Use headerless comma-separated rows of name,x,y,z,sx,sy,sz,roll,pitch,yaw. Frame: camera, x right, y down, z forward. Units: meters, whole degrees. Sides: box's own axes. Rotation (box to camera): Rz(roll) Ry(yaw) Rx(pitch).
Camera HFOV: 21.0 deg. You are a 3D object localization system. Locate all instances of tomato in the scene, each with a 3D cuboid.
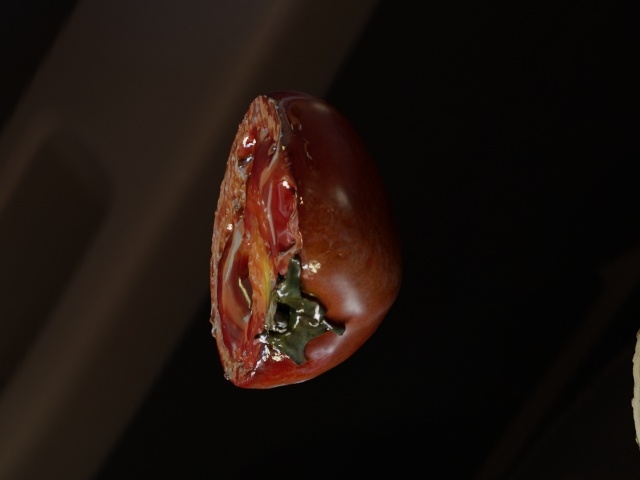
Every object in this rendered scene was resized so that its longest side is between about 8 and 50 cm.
tomato,0.000,0.000,0.912,0.139,0.091,0.159,-111,28,-50

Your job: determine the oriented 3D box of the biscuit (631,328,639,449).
biscuit,0.159,0.050,0.490,0.020,0.152,0.152,121,152,-68
